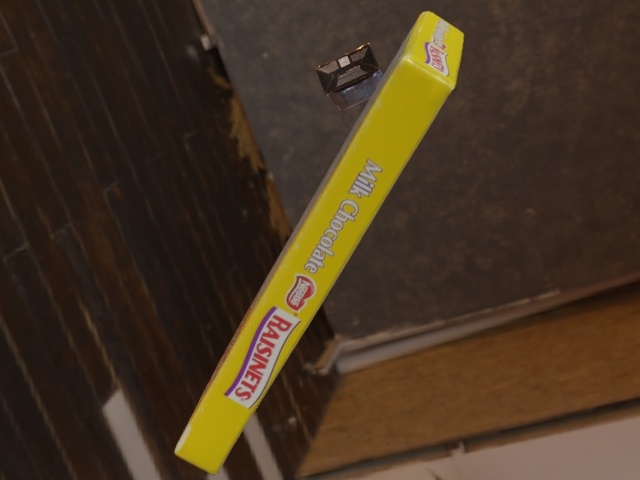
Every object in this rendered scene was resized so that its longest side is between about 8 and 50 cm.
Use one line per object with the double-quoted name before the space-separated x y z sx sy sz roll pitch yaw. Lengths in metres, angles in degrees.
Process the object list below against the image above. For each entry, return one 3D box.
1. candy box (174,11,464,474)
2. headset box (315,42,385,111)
"candy box" 0.000 0.000 0.440 0.027 0.206 0.105 29 25 -5
"headset box" 0.036 -0.168 1.031 0.083 0.062 0.032 35 33 -74
